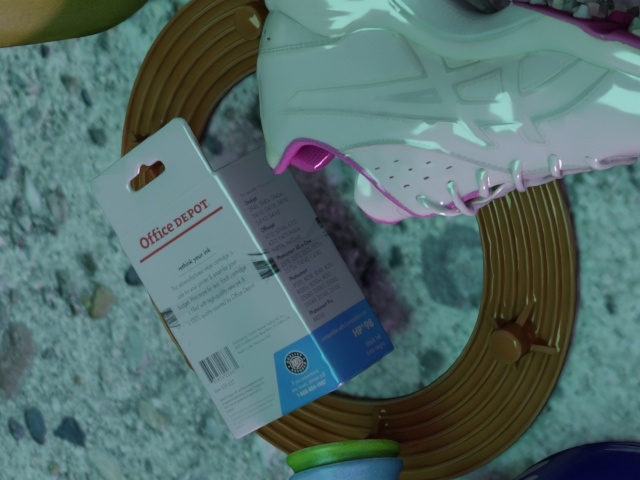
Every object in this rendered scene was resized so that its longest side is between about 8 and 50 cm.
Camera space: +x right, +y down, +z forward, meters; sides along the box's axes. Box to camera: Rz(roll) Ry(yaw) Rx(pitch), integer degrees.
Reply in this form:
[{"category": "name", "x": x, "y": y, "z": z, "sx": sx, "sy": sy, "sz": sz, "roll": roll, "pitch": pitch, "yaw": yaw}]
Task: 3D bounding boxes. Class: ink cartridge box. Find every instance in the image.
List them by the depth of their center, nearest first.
[{"category": "ink cartridge box", "x": -0.048, "y": 0.015, "z": 1.004, "sx": 0.104, "sy": 0.060, "sz": 0.180, "roll": -31, "pitch": 89, "yaw": 43}]

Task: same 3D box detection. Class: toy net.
[{"category": "toy net", "x": 0.000, "y": 0.169, "z": 1.061, "sx": 0.232, "sy": 0.122, "sz": 0.045, "roll": -33, "pitch": 62, "yaw": 55}]

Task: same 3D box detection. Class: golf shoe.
[{"category": "golf shoe", "x": 0.094, "y": -0.063, "z": 0.849, "sx": 0.306, "sy": 0.115, "sz": 0.140, "roll": 20, "pitch": 102, "yaw": 35}]

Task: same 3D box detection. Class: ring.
[{"category": "ring", "x": 0.000, "y": 0.000, "z": 1.021, "sx": 0.337, "sy": 0.032, "sz": 0.336, "roll": 15, "pitch": 117, "yaw": 32}]

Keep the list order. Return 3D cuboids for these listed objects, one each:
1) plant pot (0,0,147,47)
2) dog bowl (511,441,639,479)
[{"category": "plant pot", "x": -0.269, "y": -0.215, "z": 0.961, "sx": 0.275, "sy": 0.293, "sz": 0.274, "roll": 16, "pitch": 118, "yaw": 32}, {"category": "dog bowl", "x": 0.174, "y": 0.251, "z": 0.945, "sx": 0.265, "sy": 0.104, "sz": 0.264, "roll": 16, "pitch": 119, "yaw": 32}]
